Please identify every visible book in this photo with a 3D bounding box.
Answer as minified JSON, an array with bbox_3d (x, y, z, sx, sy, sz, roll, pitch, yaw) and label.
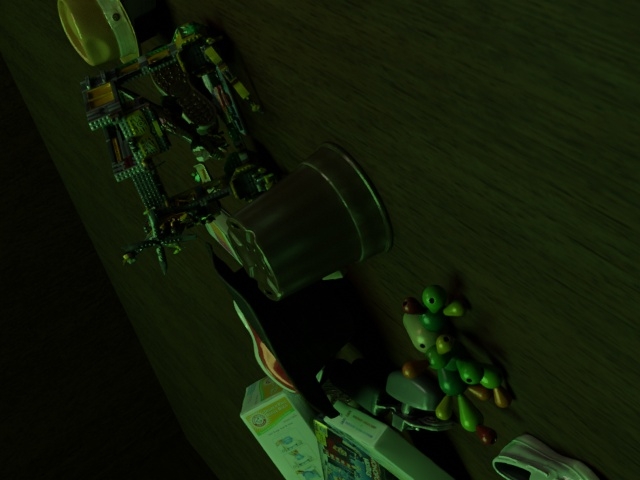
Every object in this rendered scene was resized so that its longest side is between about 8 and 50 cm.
[{"bbox_3d":[-0.183,-0.018,2.147,0.144,0.035,0.096,41,159,45],"label":"book"}]

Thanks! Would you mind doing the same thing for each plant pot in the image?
[{"bbox_3d":[-0.022,-0.016,1.481,0.167,0.165,0.167,50,160,26],"label":"plant pot"}]

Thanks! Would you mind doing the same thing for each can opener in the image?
[{"bbox_3d":[0.105,0.213,1.716,0.283,0.076,0.095,26,111,61],"label":"can opener"}]

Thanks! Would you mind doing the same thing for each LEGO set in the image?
[{"bbox_3d":[-0.194,-0.127,1.625,0.192,0.255,0.331,-118,14,-59],"label":"LEGO set"}]

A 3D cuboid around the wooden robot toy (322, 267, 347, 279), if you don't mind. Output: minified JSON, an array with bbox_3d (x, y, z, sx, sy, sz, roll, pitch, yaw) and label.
[{"bbox_3d":[0.000,0.000,1.613,0.173,0.076,0.079,-131,29,-73],"label":"wooden robot toy"}]

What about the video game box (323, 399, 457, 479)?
[{"bbox_3d":[0.123,0.334,1.755,0.205,0.048,0.187,41,167,-21],"label":"video game box"}]

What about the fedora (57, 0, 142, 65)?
[{"bbox_3d":[-0.354,-0.339,1.793,0.194,0.079,0.194,50,161,24],"label":"fedora"}]

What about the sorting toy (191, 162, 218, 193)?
[{"bbox_3d":[-0.215,-0.111,2.110,0.062,0.012,0.083,61,162,-8],"label":"sorting toy"}]

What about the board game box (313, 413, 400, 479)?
[{"bbox_3d":[0.089,0.390,1.960,0.194,0.060,0.194,25,142,30],"label":"board game box"}]

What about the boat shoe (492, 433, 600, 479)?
[{"bbox_3d":[0.269,0.284,1.352,0.184,0.063,0.066,32,148,56],"label":"boat shoe"}]

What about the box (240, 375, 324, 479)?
[{"bbox_3d":[-0.053,0.360,2.196,0.203,0.103,0.114,56,-165,-18],"label":"box"}]

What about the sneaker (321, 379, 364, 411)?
[{"bbox_3d":[0.053,0.274,1.964,0.071,0.066,0.188,43,169,-11],"label":"sneaker"}]

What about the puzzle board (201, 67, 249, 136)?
[{"bbox_3d":[-0.154,-0.225,1.754,0.096,0.011,0.128,33,149,54],"label":"puzzle board"}]

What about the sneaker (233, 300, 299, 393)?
[{"bbox_3d":[-0.079,0.156,1.960,0.221,0.087,0.128,53,163,12],"label":"sneaker"}]

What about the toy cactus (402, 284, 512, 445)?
[{"bbox_3d":[0.146,0.141,1.420,0.219,0.112,0.180,58,175,-28],"label":"toy cactus"}]

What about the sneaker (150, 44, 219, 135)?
[{"bbox_3d":[-0.217,-0.221,1.828,0.192,0.064,0.086,55,165,31],"label":"sneaker"}]

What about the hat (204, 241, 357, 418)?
[{"bbox_3d":[-0.034,0.105,1.743,0.331,0.134,0.331,54,178,3],"label":"hat"}]

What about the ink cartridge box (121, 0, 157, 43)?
[{"bbox_3d":[-0.374,-0.480,1.843,0.333,0.065,0.165,53,162,15],"label":"ink cartridge box"}]

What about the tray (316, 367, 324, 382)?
[{"bbox_3d":[-0.032,0.187,2.075,0.145,0.030,0.270,54,162,16],"label":"tray"}]
